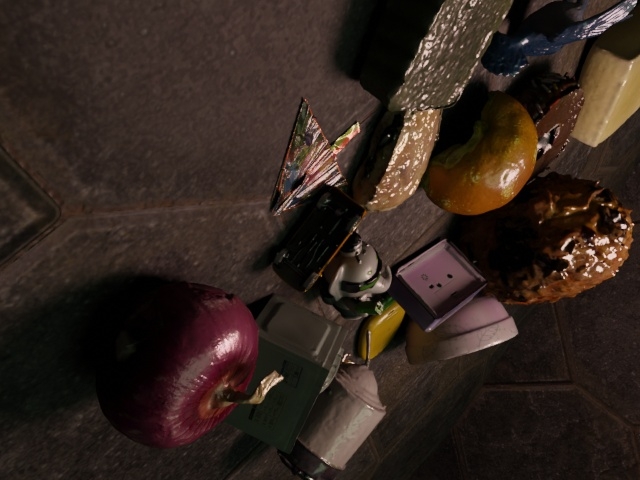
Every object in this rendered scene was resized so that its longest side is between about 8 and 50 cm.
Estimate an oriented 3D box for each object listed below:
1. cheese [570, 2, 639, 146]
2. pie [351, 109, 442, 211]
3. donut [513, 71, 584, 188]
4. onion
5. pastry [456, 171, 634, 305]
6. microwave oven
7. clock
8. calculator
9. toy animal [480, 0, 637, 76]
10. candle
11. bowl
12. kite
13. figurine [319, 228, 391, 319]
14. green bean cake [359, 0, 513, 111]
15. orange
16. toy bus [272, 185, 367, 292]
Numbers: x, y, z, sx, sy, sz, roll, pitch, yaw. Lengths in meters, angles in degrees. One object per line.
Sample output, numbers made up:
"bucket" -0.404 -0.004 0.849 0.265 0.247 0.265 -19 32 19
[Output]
"cheese" 0.716 -0.396 1.441 0.242 0.124 0.266 -35 150 -20
"pie" 0.137 -0.136 0.982 0.185 0.052 0.218 -11 132 -49
"donut" 0.446 -0.229 1.272 0.269 0.103 0.270 -33 146 -26
"onion" -0.183 0.150 0.742 0.207 0.201 0.200 -37 157 20
"pastry" 0.509 0.006 1.424 0.337 0.293 0.405 -16 168 -5
"microwave oven" -0.064 0.218 0.995 0.208 0.162 0.122 -68 173 30
"clock" 0.259 0.097 1.344 0.193 0.145 0.073 -28 157 -35
"calculator" 0.147 0.204 1.431 0.146 0.032 0.235 -34 150 -29
"toy animal" 0.393 -0.349 1.005 0.239 0.255 0.177 -120 -142 -79
"candle" 0.041 0.352 1.302 0.330 0.187 0.187 -52 152 0
"bowl" 0.340 0.209 1.535 0.286 0.144 0.287 -18 172 -3
"kite" -0.007 -0.107 0.848 0.183 0.014 0.241 -45 151 -11
"figurine" 0.058 0.062 1.046 0.192 0.126 0.147 83 17 -47
"green bean cake" 0.149 -0.267 0.794 0.183 0.094 0.185 -18 139 -46
"orange" 0.302 -0.147 1.093 0.237 0.158 0.179 -48 158 -8
"toy bus" 0.000 0.000 0.921 0.162 0.069 0.074 -52 169 7
